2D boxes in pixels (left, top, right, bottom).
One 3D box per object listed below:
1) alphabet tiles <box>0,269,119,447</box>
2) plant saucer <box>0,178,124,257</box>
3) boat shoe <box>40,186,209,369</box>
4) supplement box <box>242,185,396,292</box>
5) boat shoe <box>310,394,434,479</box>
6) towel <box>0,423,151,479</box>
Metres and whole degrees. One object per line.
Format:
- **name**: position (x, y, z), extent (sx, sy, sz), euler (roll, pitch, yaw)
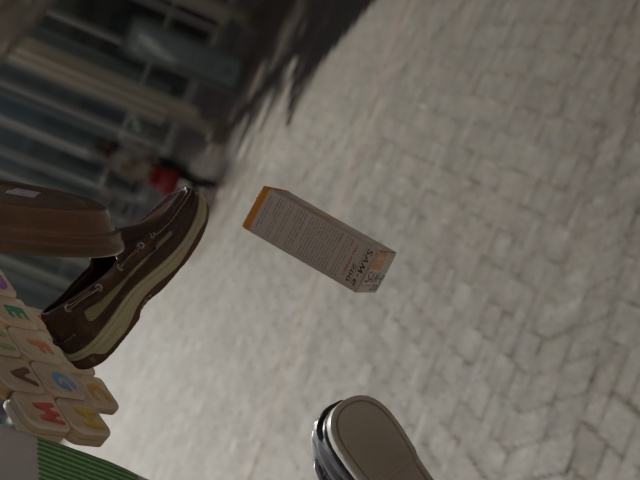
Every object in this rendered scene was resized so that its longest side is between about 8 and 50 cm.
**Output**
- **alphabet tiles**: position (-0.346, 0.118, 1.639), extent (0.021, 0.284, 0.278), euler (-48, -31, 13)
- **plant saucer**: position (-0.308, -0.030, 1.292), extent (0.278, 0.278, 0.041), euler (-143, 62, -80)
- **boat shoe**: position (-0.216, 0.019, 1.627), extent (0.095, 0.095, 0.257), euler (-16, 33, 45)
- **supplement box**: position (0.000, 0.000, 1.062), extent (0.036, 0.098, 0.062), euler (-62, -15, 6)
- **boat shoe**: position (0.098, 0.317, 1.541), extent (0.112, 0.335, 0.095), euler (-25, -12, -30)
- **towel**: position (-0.223, 0.179, 0.952), extent (0.038, 0.325, 0.248), euler (-65, 19, 13)
